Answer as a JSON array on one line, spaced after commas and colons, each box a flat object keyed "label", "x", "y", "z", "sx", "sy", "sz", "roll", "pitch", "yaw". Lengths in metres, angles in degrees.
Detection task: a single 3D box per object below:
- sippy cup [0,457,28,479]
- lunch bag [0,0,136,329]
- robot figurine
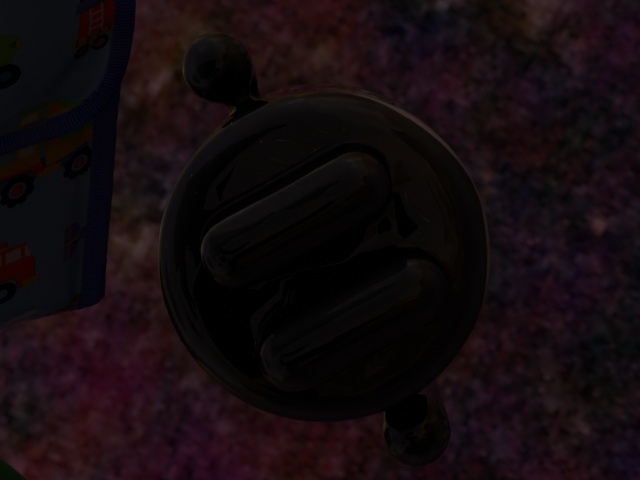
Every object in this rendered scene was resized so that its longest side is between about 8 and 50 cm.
[{"label": "sippy cup", "x": -0.342, "y": 0.182, "z": 1.157, "sx": 0.224, "sy": 0.240, "sz": 0.305, "roll": -56, "pitch": -1, "yaw": -14}, {"label": "lunch bag", "x": -0.188, "y": -0.071, "z": 0.700, "sx": 0.138, "sy": 0.221, "sz": 0.293, "roll": 61, "pitch": 152, "yaw": 24}, {"label": "robot figurine", "x": -0.001, "y": 0.003, "z": 0.982, "sx": 0.278, "sy": 0.173, "sz": 0.209, "roll": -93, "pitch": 13, "yaw": -83}]
